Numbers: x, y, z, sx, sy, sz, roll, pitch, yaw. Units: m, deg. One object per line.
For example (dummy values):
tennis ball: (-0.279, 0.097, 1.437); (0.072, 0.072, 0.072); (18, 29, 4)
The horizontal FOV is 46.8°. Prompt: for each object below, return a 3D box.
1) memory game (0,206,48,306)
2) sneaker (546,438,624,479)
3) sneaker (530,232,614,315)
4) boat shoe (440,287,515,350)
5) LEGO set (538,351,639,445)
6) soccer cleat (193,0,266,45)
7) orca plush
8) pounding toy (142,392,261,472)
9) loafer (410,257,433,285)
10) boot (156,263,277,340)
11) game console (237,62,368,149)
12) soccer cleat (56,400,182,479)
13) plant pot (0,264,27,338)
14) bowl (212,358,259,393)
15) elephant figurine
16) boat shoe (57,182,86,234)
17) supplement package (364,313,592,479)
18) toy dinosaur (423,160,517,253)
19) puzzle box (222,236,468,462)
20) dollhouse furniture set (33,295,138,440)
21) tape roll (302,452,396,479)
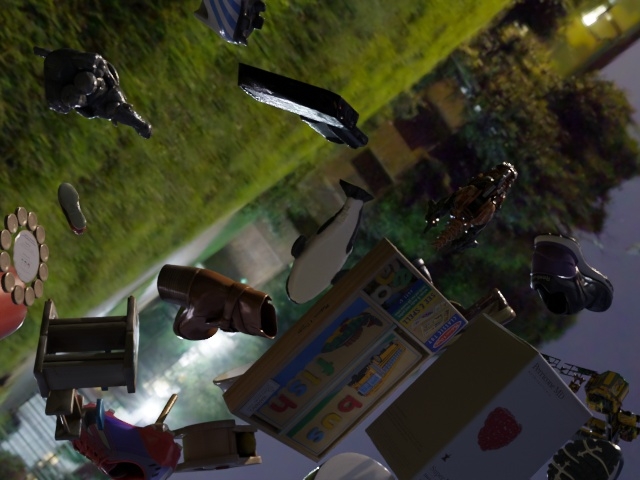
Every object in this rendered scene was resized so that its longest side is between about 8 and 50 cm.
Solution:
memory game: (-0.547, 0.030, 1.360); (0.012, 0.186, 0.186); (-3, -169, 6)
sneaker: (0.505, 0.492, 1.455); (0.283, 0.122, 0.110); (-59, -147, 30)
sneaker: (0.487, 0.102, 1.467); (0.107, 0.283, 0.124); (1, -116, 45)
boat shoe: (0.367, 0.224, 2.030); (0.341, 0.123, 0.123); (-21, 165, -14)
LEGO set: (0.469, 0.374, 1.539); (0.331, 0.255, 0.192); (22, -133, 35)
soccer cleat: (-0.160, -0.481, 1.287); (0.116, 0.143, 0.331); (-58, 176, -33)
orca plush: (0.000, 0.000, 1.638); (0.102, 0.151, 0.287); (32, -74, 65)
pounding toy: (-0.208, 0.356, 1.405); (0.154, 0.155, 0.269); (-17, 159, 24)
loafer: (0.227, 0.155, 2.179); (0.109, 0.095, 0.302); (-29, 170, -34)
boot: (-0.128, 0.106, 1.011); (0.197, 0.152, 0.073); (72, 34, -62)
game console: (-0.010, -0.248, 1.446); (0.044, 0.213, 0.361); (-68, 160, 0)
soccer cleat: (-0.325, 0.315, 1.130); (0.247, 0.083, 0.095); (7, -138, 27)
plant pot: (-0.811, 0.148, 1.637); (0.272, 0.272, 0.265); (-34, 177, 14)
bowl: (-0.063, 0.302, 1.532); (0.297, 0.134, 0.298); (-18, 177, -1)
elephant figurine: (-0.522, -0.341, 1.721); (0.169, 0.186, 0.239); (-7, 170, 20)
boat shoe: (-0.624, -0.080, 1.855); (0.049, 0.137, 0.043); (-20, 165, -29)
supplement package: (0.255, 0.302, 1.218); (0.293, 0.177, 0.175); (-45, -157, -1)
toy dinosaur: (0.355, -0.083, 1.790); (0.321, 0.164, 0.218); (-17, 162, -32)
puzzle box: (0.054, 0.215, 1.357); (0.409, 0.272, 0.052); (-45, -140, 5)
dollhouse furniture set: (-0.333, 0.188, 1.089); (0.129, 0.129, 0.184); (-1, 137, -9)
tape roll: (0.058, 0.503, 1.338); (0.072, 0.219, 0.219); (-48, 177, 41)
